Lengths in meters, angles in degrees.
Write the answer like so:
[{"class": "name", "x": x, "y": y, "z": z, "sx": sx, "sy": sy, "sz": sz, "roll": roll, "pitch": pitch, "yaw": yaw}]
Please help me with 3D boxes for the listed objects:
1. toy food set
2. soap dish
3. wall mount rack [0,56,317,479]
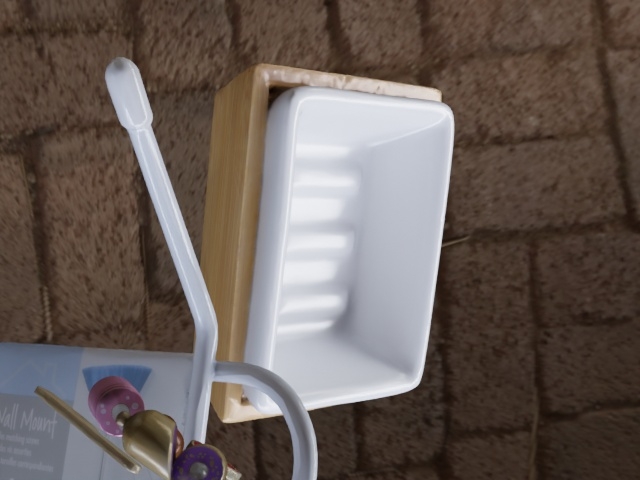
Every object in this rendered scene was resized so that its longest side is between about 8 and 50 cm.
[{"class": "toy food set", "x": -0.057, "y": 0.082, "z": 0.409, "sx": 0.078, "sy": 0.122, "sz": 0.019, "roll": 29, "pitch": 81, "yaw": 31}, {"class": "soap dish", "x": 0.000, "y": 0.000, "z": 0.897, "sx": 0.228, "sy": 0.118, "sz": 0.291, "roll": -1, "pitch": 100, "yaw": -43}, {"class": "wall mount rack", "x": -0.172, "y": 0.066, "z": 0.603, "sx": 0.350, "sy": 0.130, "sz": 0.304, "roll": 0, "pitch": 79, "yaw": 32}]
